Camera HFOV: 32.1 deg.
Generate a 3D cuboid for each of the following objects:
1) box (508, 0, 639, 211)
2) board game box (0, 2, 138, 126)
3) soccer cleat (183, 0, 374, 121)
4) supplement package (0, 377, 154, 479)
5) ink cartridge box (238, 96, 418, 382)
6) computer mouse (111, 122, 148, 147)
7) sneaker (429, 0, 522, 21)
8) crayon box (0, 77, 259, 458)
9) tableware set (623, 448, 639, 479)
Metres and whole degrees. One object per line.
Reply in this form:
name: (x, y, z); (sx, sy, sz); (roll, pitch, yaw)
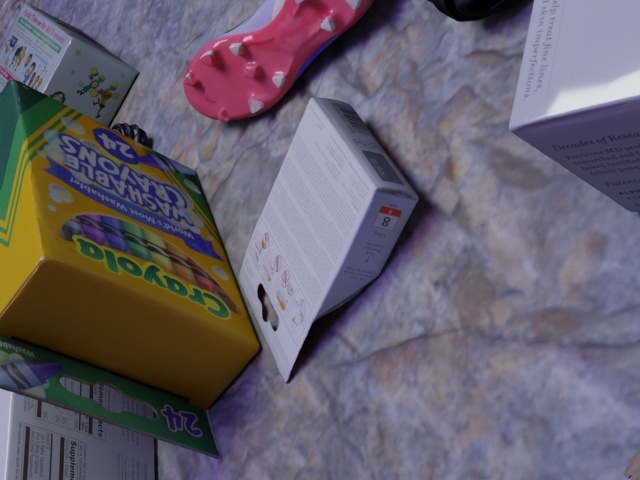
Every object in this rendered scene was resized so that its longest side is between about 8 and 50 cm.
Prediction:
box: (0.215, -0.126, 0.578); (0.182, 0.119, 0.181); (-9, 61, 50)
board game box: (-0.366, -0.119, 1.359); (0.303, 0.097, 0.224); (-61, 35, 6)
soccer cleat: (-0.031, -0.188, 0.995); (0.248, 0.083, 0.095); (-35, 14, 42)
supplement package: (-0.260, 0.183, 0.975); (0.204, 0.145, 0.262); (-39, 41, 30)
ink cartridge box: (0.000, 0.000, 0.866); (0.179, 0.045, 0.145); (-68, 30, 27)
computer mouse: (-0.331, -0.062, 1.200); (0.072, 0.272, 0.189); (80, -152, -74)
sneaker: (0.151, -0.252, 0.793); (0.217, 0.079, 0.121); (-60, 37, 20)
crayon box: (-0.174, 0.013, 0.924); (0.083, 0.203, 0.323); (-49, 37, 19)
tableware set: (0.201, 0.145, 0.507); (0.168, 0.020, 0.141); (9, 76, 54)
